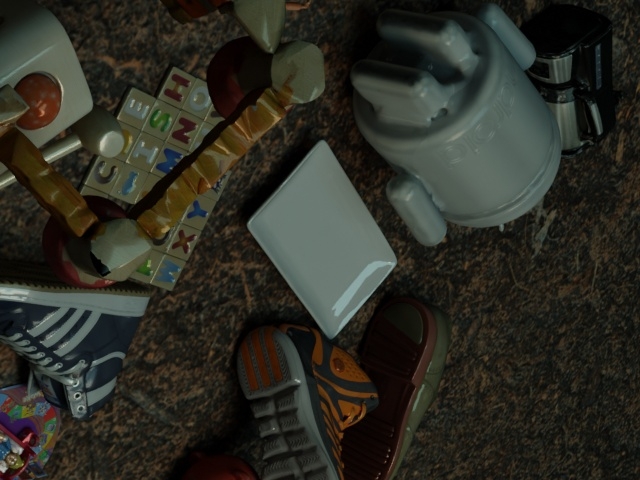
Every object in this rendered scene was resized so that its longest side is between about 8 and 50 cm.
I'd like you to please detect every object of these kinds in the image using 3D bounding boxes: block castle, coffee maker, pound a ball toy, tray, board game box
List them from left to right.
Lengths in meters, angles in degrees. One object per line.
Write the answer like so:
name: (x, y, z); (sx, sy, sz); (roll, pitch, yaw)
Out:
pound a ball toy: (-0.326, -0.087, 1.484); (0.319, 0.136, 0.208); (-38, 135, -24)
board game box: (-0.350, 0.229, 1.726); (0.169, 0.033, 0.133); (-11, 120, -43)
block castle: (-0.239, -0.205, 1.330); (0.303, 0.213, 0.453); (-46, 105, -12)
tray: (0.000, 0.000, 1.962); (0.145, 0.030, 0.270); (-50, 139, -14)
coffee maker: (0.346, -0.230, 2.143); (0.171, 0.120, 0.178); (-57, 148, -43)

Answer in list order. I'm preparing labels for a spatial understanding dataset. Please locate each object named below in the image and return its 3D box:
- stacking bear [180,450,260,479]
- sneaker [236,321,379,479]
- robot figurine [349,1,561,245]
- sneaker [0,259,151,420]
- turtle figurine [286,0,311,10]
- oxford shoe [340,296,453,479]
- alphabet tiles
stacking bear: (-0.116, 0.405, 1.991); (0.164, 0.175, 0.289); (-26, 122, -32)
sneaker: (0.012, 0.256, 1.965); (0.180, 0.125, 0.321); (1, 76, -53)
robot figurine: (0.172, -0.144, 1.924); (0.300, 0.200, 0.353); (-60, 141, -10)
sneaker: (-0.303, 0.106, 1.647); (0.282, 0.099, 0.153); (9, 101, -52)
turtle figurine: (-0.041, -0.370, 1.600); (0.269, 0.087, 0.217); (34, 67, -54)
oxford shoe: (0.098, 0.250, 2.147); (0.130, 0.123, 0.348); (13, 103, -55)
alphabet tiles: (-0.180, -0.071, 1.747); (0.198, 0.009, 0.237); (23, 95, -50)
